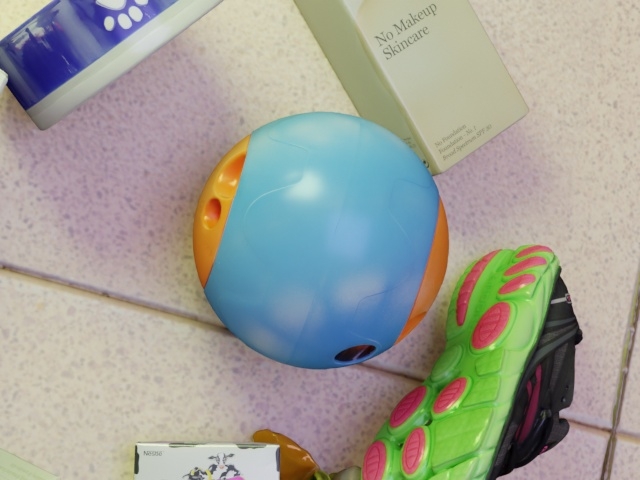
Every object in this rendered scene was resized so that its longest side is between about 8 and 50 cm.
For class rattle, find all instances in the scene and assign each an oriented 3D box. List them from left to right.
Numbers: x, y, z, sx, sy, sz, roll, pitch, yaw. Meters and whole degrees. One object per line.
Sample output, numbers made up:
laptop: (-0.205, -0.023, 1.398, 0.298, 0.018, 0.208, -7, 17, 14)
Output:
rattle: (-0.031, 0.331, 2.027, 0.142, 0.130, 0.200, 41, 59, -27)

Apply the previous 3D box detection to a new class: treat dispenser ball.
treat dispenser ball: (0.000, 0.000, 1.990, 0.288, 0.288, 0.288, 2, 84, -25)

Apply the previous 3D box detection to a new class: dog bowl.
dog bowl: (-0.225, -0.236, 1.916, 0.265, 0.265, 0.104, -41, 100, -23)

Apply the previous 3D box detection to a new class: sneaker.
sneaker: (0.207, 0.211, 2.088, 0.202, 0.185, 0.483, 53, 48, -24)

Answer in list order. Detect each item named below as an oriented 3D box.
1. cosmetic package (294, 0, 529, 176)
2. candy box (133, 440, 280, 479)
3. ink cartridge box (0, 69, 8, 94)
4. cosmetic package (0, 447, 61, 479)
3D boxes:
cosmetic package: (0.101, -0.243, 2.159, 0.160, 0.113, 0.309, -36, 102, -24)
candy box: (-0.128, 0.323, 1.991, 0.164, 0.070, 0.196, 1, 84, -2)
ink cartridge box: (-0.448, -0.066, 1.831, 0.114, 0.197, 0.273, 30, 73, -20)
cosmetic package: (-0.273, 0.408, 1.843, 0.155, 0.197, 0.366, -38, 114, -23)
